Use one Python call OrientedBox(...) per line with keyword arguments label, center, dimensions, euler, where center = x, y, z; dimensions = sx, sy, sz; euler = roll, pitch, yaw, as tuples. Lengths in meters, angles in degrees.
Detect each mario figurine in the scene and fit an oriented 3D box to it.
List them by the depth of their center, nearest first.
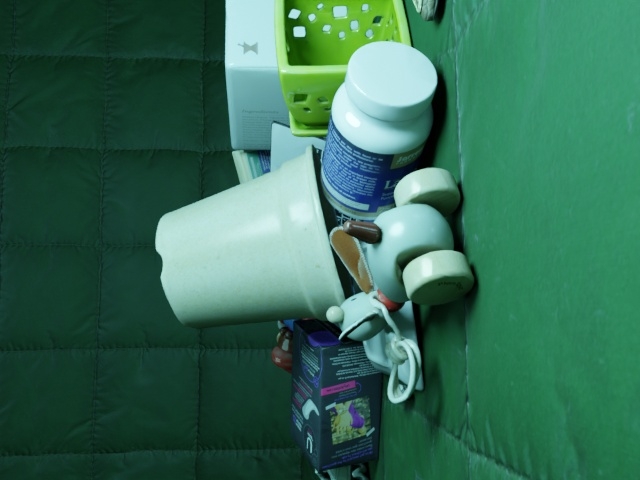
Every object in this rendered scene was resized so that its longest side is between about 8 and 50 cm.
OrientedBox(label="mario figurine", center=(-0.027, 0.167, 1.486), dimensions=(0.198, 0.170, 0.321), euler=(-80, -9, -74))

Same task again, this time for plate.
OrientedBox(label="plate", center=(0.102, 0.110, 1.113), dimensions=(0.278, 0.045, 0.278), euler=(146, 115, -81))

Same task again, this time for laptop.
OrientedBox(label="laptop", center=(0.000, 0.000, 1.434), dimensions=(0.236, 0.407, 0.382), euler=(-47, -28, -44))

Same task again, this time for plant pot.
OrientedBox(label="plant pot", center=(0.036, -0.316, 1.163), dimensions=(0.207, 0.227, 0.228), euler=(90, 177, -60))
OrientedBox(label="plant pot", center=(-0.119, 0.025, 1.171), dimensions=(0.334, 0.305, 0.334), euler=(-14, -90, -85))

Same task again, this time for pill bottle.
OrientedBox(label="pill bottle", center=(0.085, -0.160, 0.973), dimensions=(0.265, 0.153, 0.153), euler=(100, 169, -59))

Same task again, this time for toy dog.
OrientedBox(label="toy dog", center=(0.070, 0.050, 0.860), dimensions=(0.220, 0.160, 0.334), euler=(-106, 28, -50))

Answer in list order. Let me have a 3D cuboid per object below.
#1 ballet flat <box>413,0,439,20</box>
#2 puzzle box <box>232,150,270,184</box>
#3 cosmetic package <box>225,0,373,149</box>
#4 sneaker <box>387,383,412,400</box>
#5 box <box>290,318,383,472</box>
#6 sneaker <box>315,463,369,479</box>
OrientedBox(label="ballet flat", center=(0.140, -0.431, 0.927), dimensions=(0.084, 0.058, 0.250), euler=(110, 159, -74))
OrientedBox(label="puzzle box", center=(-0.095, -0.093, 1.856), dimensions=(0.052, 0.272, 0.409), euler=(-3, 106, 42))
OrientedBox(label="cosmetic package", center=(-0.064, -0.449, 1.563), dimensions=(0.394, 0.327, 0.330), euler=(107, 162, -71))
OrientedBox(label="sneaker", center=(0.135, 0.255, 1.055), dimensions=(0.083, 0.036, 0.032), euler=(45, -117, -68))
OrientedBox(label="box", center=(0.031, 0.311, 1.330), dimensions=(0.165, 0.143, 0.271), euler=(-150, 60, -63))
OrientedBox(label="sneaker", center=(0.045, 0.486, 1.477), dimensions=(0.110, 0.118, 0.292), euler=(96, 174, -52))
